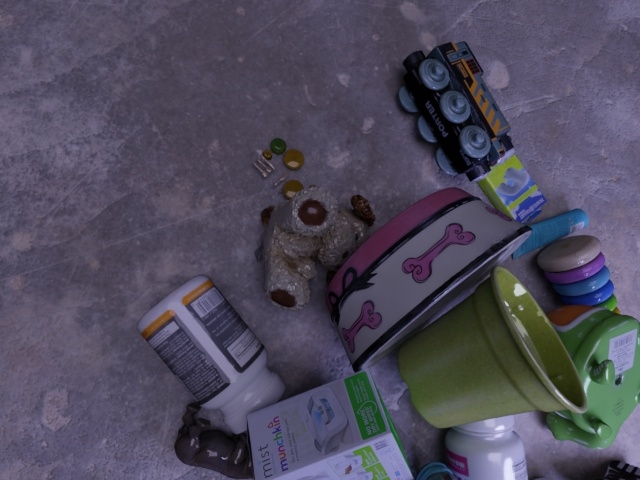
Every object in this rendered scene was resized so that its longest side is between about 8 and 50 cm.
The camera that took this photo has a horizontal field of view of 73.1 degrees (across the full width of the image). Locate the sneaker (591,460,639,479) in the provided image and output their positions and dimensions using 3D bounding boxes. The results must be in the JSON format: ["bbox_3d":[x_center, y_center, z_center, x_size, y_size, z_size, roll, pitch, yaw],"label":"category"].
[{"bbox_3d":[0.660,0.619,0.960,0.281,0.106,0.163,1,93,-37],"label":"sneaker"}]

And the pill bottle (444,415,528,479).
[{"bbox_3d":[0.351,0.488,0.915,0.160,0.160,0.284,-3,84,-12],"label":"pill bottle"}]

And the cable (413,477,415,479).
[{"bbox_3d":[0.138,0.616,0.894,0.257,0.089,0.257,32,79,-8],"label":"cable"}]

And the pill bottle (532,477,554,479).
[{"bbox_3d":[0.546,0.650,0.959,0.117,0.117,0.208,-40,92,-13],"label":"pill bottle"}]

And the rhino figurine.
[{"bbox_3d":[-0.174,0.420,0.857,0.243,0.073,0.107,26,95,-9],"label":"rhino figurine"}]

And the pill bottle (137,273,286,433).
[{"bbox_3d":[-0.203,0.216,0.829,0.162,0.162,0.279,-39,92,-13],"label":"pill bottle"}]

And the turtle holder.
[{"bbox_3d":[0.579,0.286,0.947,0.243,0.227,0.320,-40,115,-13],"label":"turtle holder"}]

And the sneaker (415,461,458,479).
[{"bbox_3d":[0.240,0.572,0.810,0.103,0.125,0.262,-8,87,-13],"label":"sneaker"}]

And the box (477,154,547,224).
[{"bbox_3d":[0.476,-0.118,1.068,0.109,0.042,0.178,-36,91,-13],"label":"box"}]

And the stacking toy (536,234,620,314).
[{"bbox_3d":[0.658,0.158,1.039,0.141,0.141,0.331,-31,97,-13],"label":"stacking toy"}]

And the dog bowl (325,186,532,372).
[{"bbox_3d":[0.184,0.067,0.821,0.407,0.408,0.150,-34,69,-13],"label":"dog bowl"}]

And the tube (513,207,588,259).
[{"bbox_3d":[0.563,-0.022,1.071,0.206,0.052,0.080,-20,108,-12],"label":"tube"}]

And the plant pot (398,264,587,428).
[{"bbox_3d":[0.299,0.228,0.819,0.253,0.276,0.276,-36,92,28],"label":"plant pot"}]

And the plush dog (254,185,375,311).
[{"bbox_3d":[0.000,0.000,0.908,0.225,0.211,0.263,9,113,-24],"label":"plush dog"}]

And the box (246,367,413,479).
[{"bbox_3d":[0.026,0.381,0.781,0.230,0.262,0.127,-22,45,2],"label":"box"}]

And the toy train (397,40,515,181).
[{"bbox_3d":[0.324,-0.304,1.006,0.190,0.142,0.334,-27,85,-22],"label":"toy train"}]

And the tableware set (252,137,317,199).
[{"bbox_3d":[-0.070,-0.154,0.971,0.154,0.024,0.104,42,74,-3],"label":"tableware set"}]
